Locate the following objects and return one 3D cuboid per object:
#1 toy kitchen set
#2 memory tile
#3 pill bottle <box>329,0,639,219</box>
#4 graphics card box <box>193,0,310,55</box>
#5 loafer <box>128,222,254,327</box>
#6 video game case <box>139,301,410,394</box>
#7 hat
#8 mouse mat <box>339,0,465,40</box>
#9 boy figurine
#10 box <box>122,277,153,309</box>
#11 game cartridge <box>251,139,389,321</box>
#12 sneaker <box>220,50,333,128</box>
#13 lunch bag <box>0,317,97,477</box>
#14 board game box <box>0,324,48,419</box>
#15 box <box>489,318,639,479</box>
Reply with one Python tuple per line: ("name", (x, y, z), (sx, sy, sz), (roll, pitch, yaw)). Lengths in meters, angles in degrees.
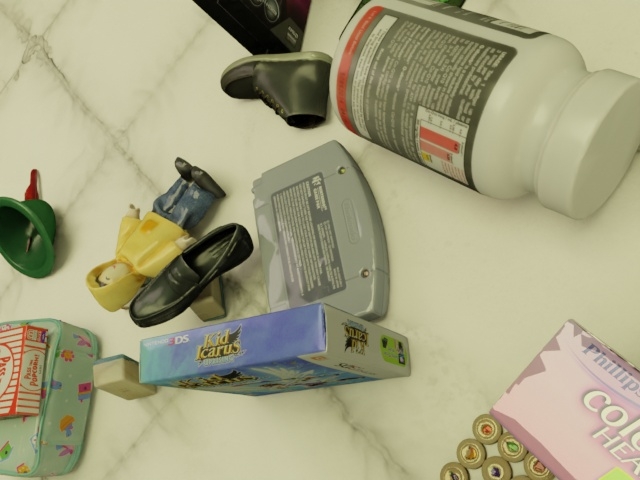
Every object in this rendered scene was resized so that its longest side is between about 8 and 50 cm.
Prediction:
("toy kitchen set", (-0.253, 0.151, 1.071), (0.207, 0.122, 0.166), (-14, 64, 4))
("memory tile", (0.204, 0.297, 0.787), (0.113, 0.012, 0.148), (32, 91, 35))
("pill bottle", (0.204, -0.177, 0.837), (0.363, 0.210, 0.210), (33, 91, 35))
("graphics card box", (-0.097, -0.530, 1.129), (0.094, 0.233, 0.370), (4, 74, 31))
("loafer", (-0.204, 0.048, 0.995), (0.223, 0.078, 0.076), (-37, 64, -7))
("video game case", (-0.052, 0.155, 0.849), (0.270, 0.244, 0.061), (-14, 66, 26))
("hat", (-0.574, -0.051, 1.367), (0.173, 0.183, 0.208), (-16, 107, 33))
("mouse mat", (0.132, -0.370, 1.073), (0.190, 0.007, 0.152), (31, 90, 34))
("boy figurine", (-0.296, -0.008, 1.123), (0.177, 0.092, 0.285), (33, 79, 35))
("box", (-0.305, 0.081, 1.158), (0.136, 0.028, 0.081), (-3, 71, 27))
("game cartridge", (0.000, 0.000, 0.991), (0.196, 0.060, 0.294), (-24, 62, 26))
("sneaker", (-0.086, -0.249, 1.111), (0.222, 0.083, 0.118), (-2, 72, 29))
("lunch bag", (-0.522, 0.276, 1.168), (0.224, 0.108, 0.279), (-8, 69, 30))
("board game box", (-0.554, 0.233, 1.108), (0.193, 0.045, 0.146), (-15, 66, 27))
("box", (0.308, 0.205, 0.619), (0.117, 0.243, 0.213), (-51, 56, 5))
